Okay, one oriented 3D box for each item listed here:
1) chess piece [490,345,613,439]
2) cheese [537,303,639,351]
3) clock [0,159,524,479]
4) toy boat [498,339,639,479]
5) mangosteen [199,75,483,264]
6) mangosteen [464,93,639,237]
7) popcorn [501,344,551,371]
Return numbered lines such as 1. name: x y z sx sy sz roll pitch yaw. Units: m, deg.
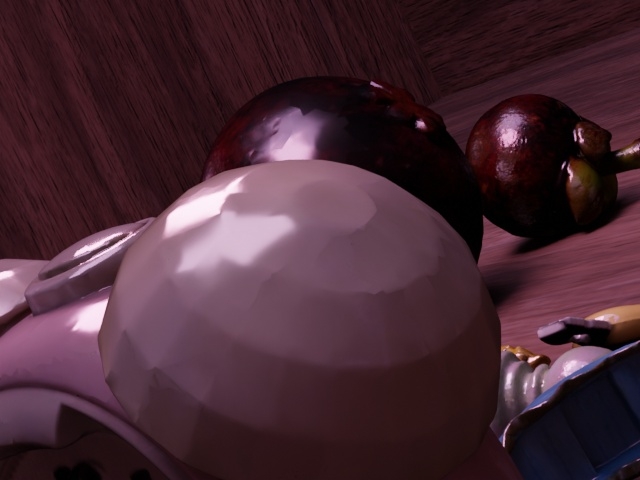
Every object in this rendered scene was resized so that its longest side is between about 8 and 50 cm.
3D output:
1. chess piece: 0.117 0.118 1.332 0.272 0.139 0.139 -10 13 24
2. cheese: 0.207 0.068 1.386 0.086 0.036 0.162 -20 -15 34
3. clock: -0.032 0.143 0.773 0.342 0.325 0.184 -19 8 45
4. toy boat: 0.170 0.123 1.206 0.185 0.075 0.077 -30 -1 -9
5. mangosteen: 0.000 0.000 1.960 0.347 0.307 0.307 -56 -1 15
6. mangosteen: 0.247 -0.081 2.107 0.172 0.172 0.184 -30 27 -28
7. popcorn: 0.140 0.112 1.471 0.083 0.057 0.082 -28 0 13
